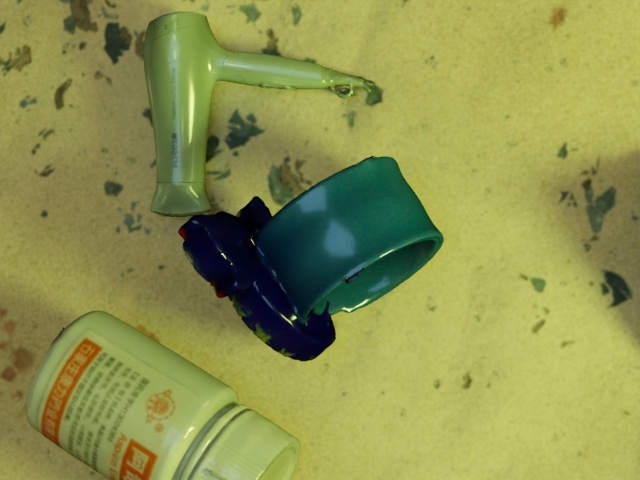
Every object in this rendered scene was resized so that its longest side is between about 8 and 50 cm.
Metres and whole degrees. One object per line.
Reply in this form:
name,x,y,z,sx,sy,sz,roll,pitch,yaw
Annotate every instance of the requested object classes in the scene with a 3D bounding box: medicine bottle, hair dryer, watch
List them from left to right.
medicine bottle,-0.154,0.185,1.901,0.252,0.144,0.144,28,91,15
hair dryer,-0.061,-0.132,1.966,0.237,0.075,0.206,-3,90,6
watch,0.005,0.005,1.858,0.200,0.196,0.171,-33,86,16
